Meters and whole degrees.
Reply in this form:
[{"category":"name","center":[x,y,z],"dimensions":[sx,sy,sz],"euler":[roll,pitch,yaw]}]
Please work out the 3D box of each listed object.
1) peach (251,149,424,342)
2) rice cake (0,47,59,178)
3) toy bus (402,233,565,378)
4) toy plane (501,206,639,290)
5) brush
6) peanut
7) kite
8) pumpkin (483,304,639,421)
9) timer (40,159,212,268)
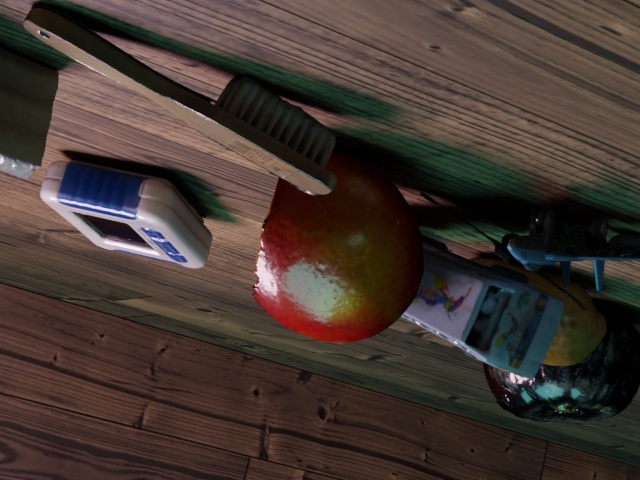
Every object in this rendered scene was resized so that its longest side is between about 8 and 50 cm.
[{"category":"peach","center":[0.000,0.000,1.454],"dimensions":[0.226,0.190,0.196],"euler":[45,174,-34]},{"category":"rice cake","center":[-0.355,-0.148,1.308],"dimensions":[0.043,0.127,0.237],"euler":[-12,152,39]},{"category":"toy bus","center":[0.126,0.054,1.583],"dimensions":[0.136,0.109,0.330],"euler":[18,-176,-35]},{"category":"toy plane","center":[0.246,0.001,1.428],"dimensions":[0.169,0.078,0.246],"euler":[8,175,32]},{"category":"brush","center":[-0.117,-0.141,1.267],"dimensions":[0.328,0.065,0.070],"euler":[28,170,-19]},{"category":"peanut","center":[0.264,0.098,1.775],"dimensions":[0.224,0.129,0.129],"euler":[17,168,-5]},{"category":"kite","center":[0.197,0.011,1.499],"dimensions":[0.229,0.012,0.250],"euler":[34,-175,8]},{"category":"pumpkin","center":[0.344,0.172,1.947],"dimensions":[0.233,0.163,0.233],"euler":[3,163,1]},{"category":"timer","center":[-0.251,-0.039,1.826],"dimensions":[0.178,0.078,0.253],"euler":[13,168,12]}]
